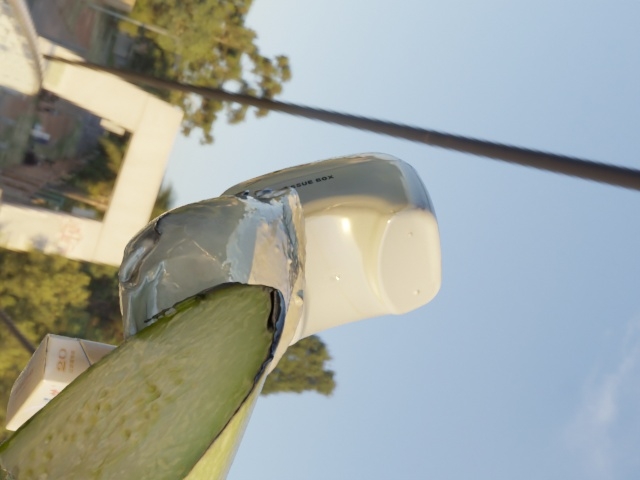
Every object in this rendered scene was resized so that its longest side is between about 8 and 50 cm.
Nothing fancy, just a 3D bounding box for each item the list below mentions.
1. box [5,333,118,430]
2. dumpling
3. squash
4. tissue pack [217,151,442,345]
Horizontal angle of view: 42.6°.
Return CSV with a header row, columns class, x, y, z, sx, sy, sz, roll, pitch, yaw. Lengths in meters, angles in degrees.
class,x,y,z,sx,sy,sz,roll,pitch,yaw
box,-0.246,0.193,1.008,0.149,0.233,0.067,-47,-142,41
dumpling,-0.093,0.064,0.866,0.175,0.243,0.227,-141,-143,-63
squash,-0.141,0.120,0.665,0.237,0.204,0.155,15,-71,50
tissue pack,0.000,0.000,1.228,0.236,0.333,0.229,-112,-171,-56
